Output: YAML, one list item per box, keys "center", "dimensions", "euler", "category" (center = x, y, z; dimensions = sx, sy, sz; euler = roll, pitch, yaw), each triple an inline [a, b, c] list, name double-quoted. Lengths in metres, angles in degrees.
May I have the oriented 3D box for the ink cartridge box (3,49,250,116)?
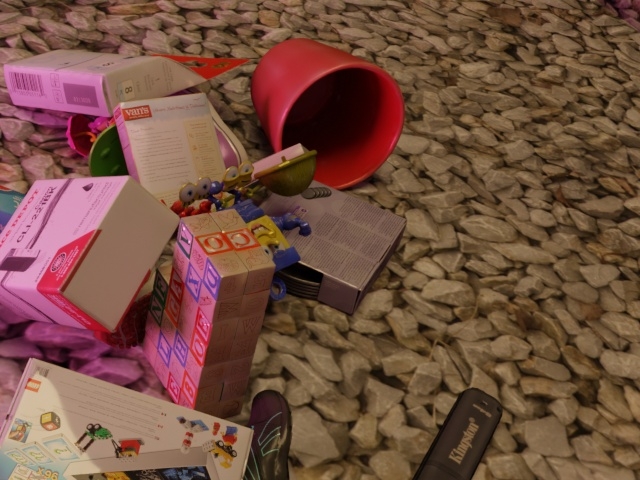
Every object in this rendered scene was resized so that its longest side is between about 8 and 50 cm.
- center: [-0.378, -0.349, 2.139]
  dimensions: [0.308, 0.091, 0.385]
  euler: [11, 30, 39]
  category: "ink cartridge box"

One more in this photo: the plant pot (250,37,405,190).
- center: [-0.008, -0.270, 2.143]
  dimensions: [0.274, 0.275, 0.243]
  euler: [-6, 33, -26]
  category: "plant pot"

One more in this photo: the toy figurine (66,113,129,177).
- center: [-0.398, -0.200, 2.005]
  dimensions: [0.173, 0.130, 0.159]
  euler: [-45, 50, -16]
  category: "toy figurine"

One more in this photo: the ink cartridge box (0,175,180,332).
- center: [-0.363, 0.016, 1.578]
  dimensions: [0.272, 0.114, 0.197]
  euler: [1, 56, 48]
  category: "ink cartridge box"

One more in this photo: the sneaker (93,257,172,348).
- center: [-0.297, 0.095, 1.701]
  dimensions: [0.092, 0.088, 0.225]
  euler: [16, 28, 13]
  category: "sneaker"

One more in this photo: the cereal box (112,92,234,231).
- center: [-0.259, -0.138, 1.927]
  dimensions: [0.173, 0.047, 0.240]
  euler: [-11, 81, -31]
  category: "cereal box"

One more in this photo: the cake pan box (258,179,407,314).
- center: [0.000, 0.000, 1.934]
  dimensions: [0.245, 0.070, 0.267]
  euler: [21, 37, 12]
  category: "cake pan box"

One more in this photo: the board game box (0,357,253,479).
- center: [-0.249, 0.280, 1.346]
  dimensions: [0.305, 0.053, 0.193]
  euler: [20, 48, -9]
  category: "board game box"

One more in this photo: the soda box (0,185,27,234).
- center: [-0.522, -0.046, 1.693]
  dimensions: [0.210, 0.067, 0.071]
  euler: [23, 29, -35]
  category: "soda box"

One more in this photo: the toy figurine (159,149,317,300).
- center: [-0.112, 0.003, 1.775]
  dimensions: [0.362, 0.191, 0.217]
  euler: [-24, 81, -47]
  category: "toy figurine"

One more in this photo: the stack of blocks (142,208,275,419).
- center: [-0.166, 0.101, 1.547]
  dimensions: [0.087, 0.297, 0.171]
  euler: [-12, 45, -31]
  category: "stack of blocks"

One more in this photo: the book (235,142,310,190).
- center: [-0.088, -0.130, 1.978]
  dimensions: [0.035, 0.144, 0.096]
  euler: [65, 8, 9]
  category: "book"

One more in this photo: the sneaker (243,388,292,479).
- center: [-0.092, 0.304, 1.475]
  dimensions: [0.106, 0.101, 0.267]
  euler: [6, 37, -8]
  category: "sneaker"

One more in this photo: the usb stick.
- center: [0.202, 0.317, 1.607]
  dimensions: [0.077, 0.045, 0.278]
  euler: [25, 37, 14]
  category: "usb stick"

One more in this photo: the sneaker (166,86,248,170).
- center: [-0.279, -0.210, 2.084]
  dimensions: [0.161, 0.102, 0.282]
  euler: [-19, 48, -33]
  category: "sneaker"
